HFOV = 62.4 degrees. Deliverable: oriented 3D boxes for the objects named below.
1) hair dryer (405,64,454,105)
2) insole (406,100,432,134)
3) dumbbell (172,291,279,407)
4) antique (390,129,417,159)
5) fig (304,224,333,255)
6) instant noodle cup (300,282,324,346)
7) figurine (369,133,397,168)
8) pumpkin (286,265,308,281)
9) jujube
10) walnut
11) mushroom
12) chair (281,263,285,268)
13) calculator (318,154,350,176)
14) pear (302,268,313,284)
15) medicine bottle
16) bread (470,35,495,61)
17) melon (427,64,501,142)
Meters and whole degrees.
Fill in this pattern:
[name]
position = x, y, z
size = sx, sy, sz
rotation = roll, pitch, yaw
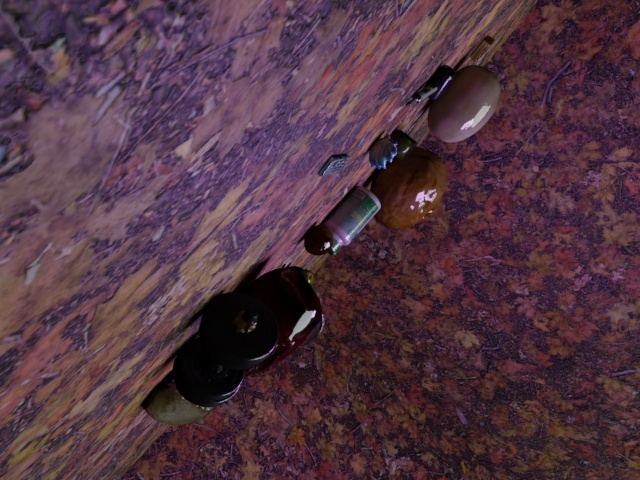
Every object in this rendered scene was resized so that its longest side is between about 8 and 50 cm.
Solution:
[hair dryer]
position = 0.316, -0.442, 1.566
size = 0.198, 0.057, 0.100
rotation = -40, 170, -32
[insole]
position = 0.420, -0.513, 2.227
size = 0.348, 0.009, 0.119
rotation = -52, 176, 32
[dumbbell]
position = -0.239, 0.273, 1.299
size = 0.185, 0.185, 0.388
rotation = -44, 173, -49
[antique]
position = 0.285, -0.343, 1.892
size = 0.080, 0.081, 0.221
rotation = -53, 174, 17
[fig]
position = 0.000, 0.000, 1.867
size = 0.109, 0.103, 0.155
rotation = -27, 174, 17
[instant noodle cup]
position = -0.119, 0.320, 2.464
size = 0.296, 0.296, 0.214
rotation = -50, -175, 18
[figurine]
position = 0.187, -0.261, 1.600
size = 0.114, 0.079, 0.114
rotation = -26, -120, 55
[pumpkin]
position = -0.119, 0.184, 2.125
size = 0.167, 0.125, 0.167
rotation = -163, -90, -88
[jujube]
position = -0.154, 0.235, 1.516
size = 0.377, 0.258, 0.258
rotation = -37, -177, 32
[walnut]
position = 0.384, -0.228, 2.348
size = 0.354, 0.308, 0.397
rotation = -41, 170, -34
[mushroom]
position = -0.392, 0.466, 1.587
size = 0.189, 0.164, 0.267
rotation = -51, 176, 7
[chair]
position = -0.162, 0.180, 1.957
size = 0.101, 0.084, 0.212
rotation = -42, 173, -30
[calculator]
position = 0.034, -0.176, 1.242
size = 0.057, 0.018, 0.172
rotation = -52, 174, 17
[pear]
position = -0.090, 0.206, 2.795
size = 0.107, 0.107, 0.131
rotation = -46, -174, -37
[medicine bottle]
position = 0.099, -0.074, 2.029
size = 0.274, 0.133, 0.133
rotation = -47, 175, -14
[bread]
position = 0.650, -0.769, 2.122
size = 0.094, 0.035, 0.090
rotation = -45, 175, -46
[melon]
position = 0.551, -0.523, 2.032
size = 0.317, 0.223, 0.223
rotation = -55, 174, 28
